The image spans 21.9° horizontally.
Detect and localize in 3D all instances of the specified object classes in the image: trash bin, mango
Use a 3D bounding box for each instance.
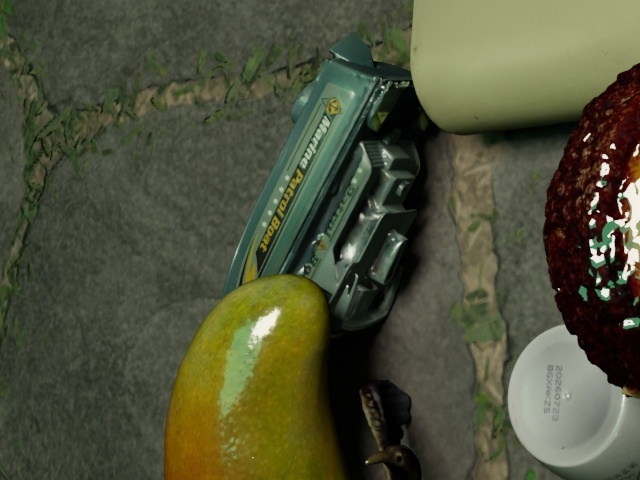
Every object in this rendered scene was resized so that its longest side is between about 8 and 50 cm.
[{"bbox_3d":[0.188,-0.199,1.144,0.247,0.121,0.243,-5,76,44],"label":"trash bin"},{"bbox_3d":[-0.045,0.168,1.207,0.146,0.129,0.289,2,102,47],"label":"mango"}]

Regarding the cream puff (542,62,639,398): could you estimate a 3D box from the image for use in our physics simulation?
[{"bbox_3d":[0.249,-0.002,0.975,0.239,0.165,0.239,0,83,-1],"label":"cream puff"}]

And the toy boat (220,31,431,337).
[{"bbox_3d":[0.003,0.000,1.257,0.122,0.114,0.296,32,108,25],"label":"toy boat"}]

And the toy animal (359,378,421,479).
[{"bbox_3d":[0.066,0.207,1.097,0.272,0.197,0.160,30,91,35],"label":"toy animal"}]

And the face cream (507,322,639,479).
[{"bbox_3d":[0.187,0.106,1.073,0.117,0.104,0.117,-11,74,40],"label":"face cream"}]
